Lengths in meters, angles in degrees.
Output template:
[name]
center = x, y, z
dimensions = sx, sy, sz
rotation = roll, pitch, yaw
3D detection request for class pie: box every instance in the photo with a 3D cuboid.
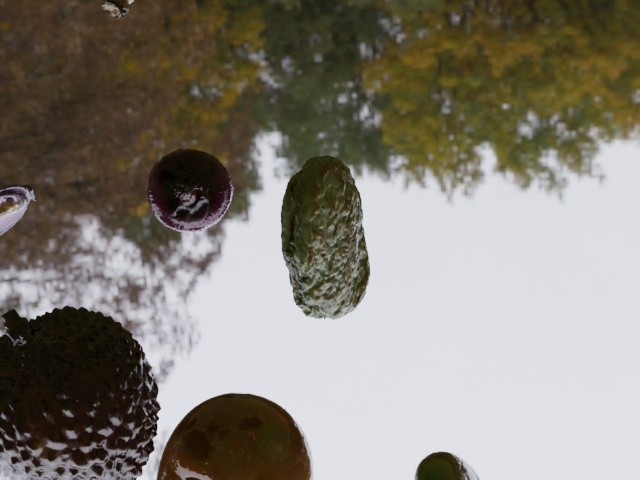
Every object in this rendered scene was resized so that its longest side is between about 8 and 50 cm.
[pie]
center = 0.000, 0.000, 1.780
dimensions = 0.090, 0.248, 0.201
rotation = 3, -159, 28

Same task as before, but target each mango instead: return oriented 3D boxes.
[mango]
center = 0.200, 0.393, 1.907
dimensions = 0.091, 0.237, 0.137
rotation = -30, -114, 8

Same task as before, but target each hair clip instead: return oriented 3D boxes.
[hair clip]
center = -0.648, 0.008, 2.089
dimensions = 0.359, 0.110, 0.095
rotation = -32, -147, -10

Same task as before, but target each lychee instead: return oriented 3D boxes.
[lychee]
center = -0.360, 0.228, 1.712
dimensions = 0.276, 0.304, 0.276
rotation = -29, -164, 9

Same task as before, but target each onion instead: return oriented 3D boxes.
[onion]
center = -0.175, -0.067, 1.631
dimensions = 0.115, 0.115, 0.104
rotation = -4, -179, 0

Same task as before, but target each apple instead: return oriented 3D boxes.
[apple]
center = -0.138, 0.359, 1.866
dimensions = 0.253, 0.253, 0.253
rotation = -3, -154, 1

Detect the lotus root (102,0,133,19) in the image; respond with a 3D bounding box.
[lotus root]
center = -0.224, -0.317, 1.385
dimensions = 0.062, 0.150, 0.073
rotation = 19, 161, -34
